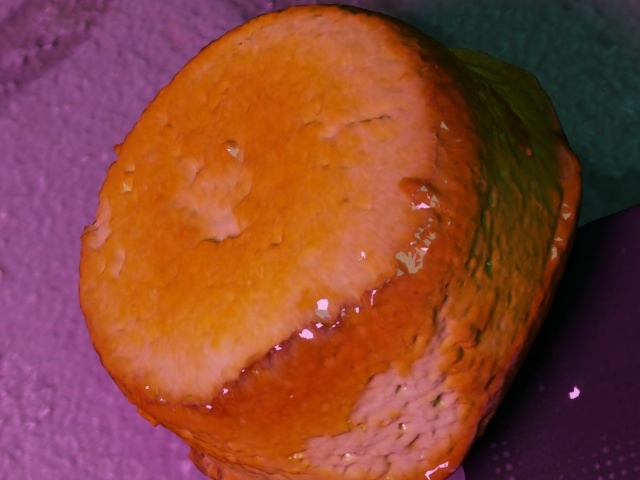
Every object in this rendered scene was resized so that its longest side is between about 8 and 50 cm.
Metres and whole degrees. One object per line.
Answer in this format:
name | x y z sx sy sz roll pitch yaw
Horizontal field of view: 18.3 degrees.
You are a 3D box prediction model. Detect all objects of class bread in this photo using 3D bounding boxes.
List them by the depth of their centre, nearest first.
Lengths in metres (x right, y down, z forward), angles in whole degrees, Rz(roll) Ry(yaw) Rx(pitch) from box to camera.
bread | 0.000 0.000 1.008 0.268 0.146 0.268 -16 58 28

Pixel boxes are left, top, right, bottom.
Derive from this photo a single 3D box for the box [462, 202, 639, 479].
box | 0.227 0.065 0.956 0.350 0.058 0.211 -23 66 28
